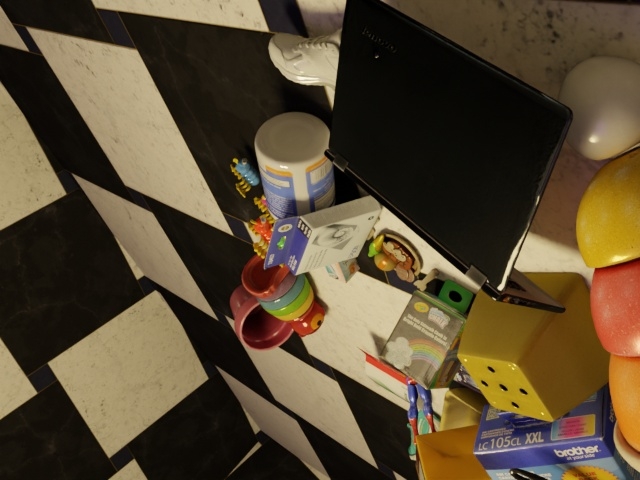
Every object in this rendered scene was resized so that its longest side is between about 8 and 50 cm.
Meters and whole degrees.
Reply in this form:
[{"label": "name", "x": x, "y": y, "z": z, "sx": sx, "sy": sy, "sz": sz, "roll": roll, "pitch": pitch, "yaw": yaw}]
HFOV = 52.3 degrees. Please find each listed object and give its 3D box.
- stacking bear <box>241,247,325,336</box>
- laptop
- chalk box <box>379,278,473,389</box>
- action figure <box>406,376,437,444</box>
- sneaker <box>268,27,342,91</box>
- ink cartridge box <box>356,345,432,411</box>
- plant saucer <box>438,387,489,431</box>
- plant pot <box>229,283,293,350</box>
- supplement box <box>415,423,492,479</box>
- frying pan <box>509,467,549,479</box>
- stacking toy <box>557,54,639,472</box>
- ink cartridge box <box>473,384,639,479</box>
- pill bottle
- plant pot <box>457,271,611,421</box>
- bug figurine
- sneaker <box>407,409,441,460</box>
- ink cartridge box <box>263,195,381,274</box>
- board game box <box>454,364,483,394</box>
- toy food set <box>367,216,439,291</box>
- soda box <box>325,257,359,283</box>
[{"label": "stacking bear", "x": -0.085, "y": 0.165, "z": 1.878, "sx": 0.164, "sy": 0.175, "sz": 0.289, "roll": 13, "pitch": 148, "yaw": 46}, {"label": "laptop", "x": 0.209, "y": -0.113, "z": 0.952, "sx": 0.408, "sy": 0.236, "sz": 0.382, "roll": 15, "pitch": -155, "yaw": -51}, {"label": "chalk box", "x": 0.248, "y": 0.190, "z": 1.381, "sx": 0.132, "sy": 0.213, "sz": 0.132, "roll": 32, "pitch": -175, "yaw": 31}, {"label": "action figure", "x": 0.257, "y": 0.360, "z": 1.651, "sx": 0.092, "sy": 0.139, "sz": 0.280, "roll": -21, "pitch": 72, "yaw": 29}, {"label": "sneaker", "x": 0.016, "y": -0.311, "z": 1.081, "sx": 0.232, "sy": 0.090, "sz": 0.115, "roll": 26, "pitch": 144, "yaw": 17}, {"label": "ink cartridge box", "x": 0.197, "y": 0.391, "z": 1.827, "sx": 0.181, "sy": 0.056, "sz": 0.225, "roll": 26, "pitch": 169, "yaw": 36}, {"label": "plant saucer", "x": 0.465, "y": 0.512, "z": 1.645, "sx": 0.333, "sy": 0.081, "sz": 0.332, "roll": 32, "pitch": 153, "yaw": 26}, {"label": "plant pot", "x": -0.203, "y": 0.231, "z": 2.125, "sx": 0.180, "sy": 0.201, "sz": 0.201, "roll": 39, "pitch": 159, "yaw": 51}, {"label": "supplement box", "x": 0.330, "y": 0.538, "z": 1.529, "sx": 0.194, "sy": 0.191, "sz": 0.129, "roll": 80, "pitch": 179, "yaw": -51}, {"label": "frying pan", "x": 0.513, "y": 0.511, "z": 1.214, "sx": 0.326, "sy": 0.053, "sz": 0.197, "roll": 8, "pitch": 124, "yaw": 19}, {"label": "stacking toy", "x": 0.416, "y": 0.002, "z": 0.750, "sx": 0.479, "sy": 0.351, "sz": 0.350, "roll": 61, "pitch": 155, "yaw": 1}, {"label": "ink cartridge box", "x": 0.497, "y": 0.448, "z": 1.312, "sx": 0.270, "sy": 0.151, "sz": 0.395, "roll": -23, "pitch": 110, "yaw": 37}, {"label": "pill bottle", "x": -0.046, "y": -0.122, "z": 1.368, "sx": 0.152, "sy": 0.152, "sz": 0.272, "roll": 33, "pitch": 153, "yaw": 24}, {"label": "plant pot", "x": 0.376, "y": 0.198, "z": 1.170, "sx": 0.212, "sy": 0.187, "sz": 0.212, "roll": 53, "pitch": 154, "yaw": -19}, {"label": "bug figurine", "x": -0.132, "y": -0.070, "z": 1.575, "sx": 0.216, "sy": 0.072, "sz": 0.279, "roll": 51, "pitch": -165, "yaw": -55}, {"label": "sneaker", "x": 0.320, "y": 0.594, "z": 2.006, "sx": 0.110, "sy": 0.107, "sz": 0.275, "roll": 55, "pitch": 156, "yaw": 27}, {"label": "ink cartridge box", "x": 0.000, "y": 0.000, "z": 1.396, "sx": 0.223, "sy": 0.224, "sz": 0.045, "roll": 111, "pitch": 140, "yaw": -60}, {"label": "board game box", "x": 0.353, "y": 0.281, "z": 1.501, "sx": 0.141, "sy": 0.048, "sz": 0.170, "roll": 23, "pitch": 148, "yaw": 43}, {"label": "toy food set", "x": 0.163, "y": 0.039, "z": 1.429, "sx": 0.192, "sy": 0.038, "sz": 0.132, "roll": 42, "pitch": 155, "yaw": 6}, {"label": "soda box", "x": 0.033, "y": 0.017, "z": 1.570, "sx": 0.063, "sy": 0.058, "sz": 0.183, "roll": 22, "pitch": 146, "yaw": 40}]
